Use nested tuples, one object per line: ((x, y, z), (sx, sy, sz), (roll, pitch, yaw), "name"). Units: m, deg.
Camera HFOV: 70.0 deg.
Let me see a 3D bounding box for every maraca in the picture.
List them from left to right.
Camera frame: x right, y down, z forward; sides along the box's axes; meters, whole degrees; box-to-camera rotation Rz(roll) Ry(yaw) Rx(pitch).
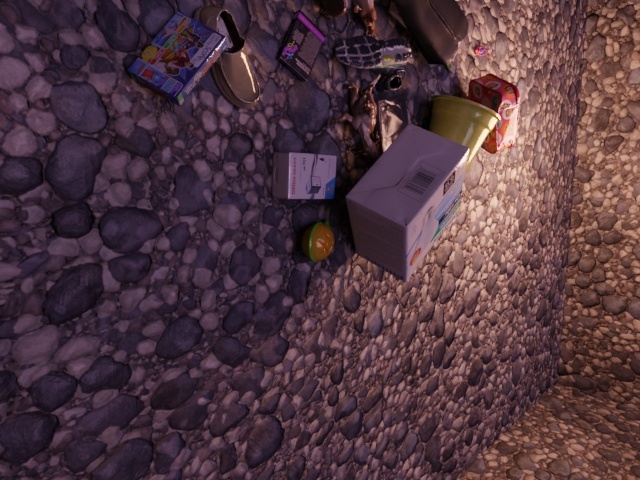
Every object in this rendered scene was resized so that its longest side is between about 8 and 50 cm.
((0.000, 0.000, 1.473), (0.185, 0.099, 0.127), (-36, 130, -62), "maraca")

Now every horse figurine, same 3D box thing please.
((0.128, -0.768, 1.437), (0.263, 0.066, 0.174), (69, 24, -15), "horse figurine")

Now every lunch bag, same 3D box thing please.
((0.702, -0.535, 1.917), (0.120, 0.258, 0.293), (-23, 133, -10), "lunch bag")

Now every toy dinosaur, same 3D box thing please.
((0.148, -0.401, 1.520), (0.200, 0.127, 0.296), (45, 51, -49), "toy dinosaur")

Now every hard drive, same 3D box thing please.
((0.254, -0.388, 1.648), (0.172, 0.054, 0.255), (-29, 119, -39), "hard drive")

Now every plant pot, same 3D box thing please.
((0.516, -0.392, 1.780), (0.276, 0.276, 0.254), (14, 101, -43), "plant pot")

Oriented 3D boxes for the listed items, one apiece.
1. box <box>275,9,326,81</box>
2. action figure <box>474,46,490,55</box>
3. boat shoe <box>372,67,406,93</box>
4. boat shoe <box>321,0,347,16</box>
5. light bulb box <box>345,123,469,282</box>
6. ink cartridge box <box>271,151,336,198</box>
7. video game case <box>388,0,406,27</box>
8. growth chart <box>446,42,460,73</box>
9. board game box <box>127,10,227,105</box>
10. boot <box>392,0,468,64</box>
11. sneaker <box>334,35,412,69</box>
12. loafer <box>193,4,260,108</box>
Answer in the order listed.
((-0.057, -0.573, 1.353), (0.116, 0.029, 0.162), (30, 77, -41), "box")
((0.708, -0.831, 2.007), (0.115, 0.030, 0.038), (-15, 113, -38), "action figure")
((0.266, -0.564, 1.613), (0.183, 0.083, 0.065), (-38, 122, -31), "boat shoe")
((0.016, -0.795, 1.353), (0.095, 0.095, 0.257), (-59, 137, -61), "boat shoe")
((0.289, -0.116, 1.521), (0.358, 0.225, 0.361), (-49, 153, -19), "light bulb box")
((-0.048, -0.196, 1.398), (0.190, 0.082, 0.140), (-6, 102, -43), "ink cartridge box")
((0.330, -0.860, 1.657), (0.190, 0.022, 0.173), (17, 87, -43), "video game case")
((0.525, -0.822, 1.845), (0.172, 0.021, 0.237), (26, 80, -41), "growth chart")
((-0.330, -0.427, 1.068), (0.136, 0.035, 0.201), (30, 73, 4), "board game box")
((0.403, -0.883, 1.565), (0.445, 0.146, 0.367), (32, 99, -39), "boot")
((0.168, -0.597, 1.504), (0.275, 0.110, 0.107), (-7, 86, -24), "sneaker")
((-0.229, -0.464, 1.171), (0.102, 0.092, 0.268), (-45, 125, -27), "loafer")
